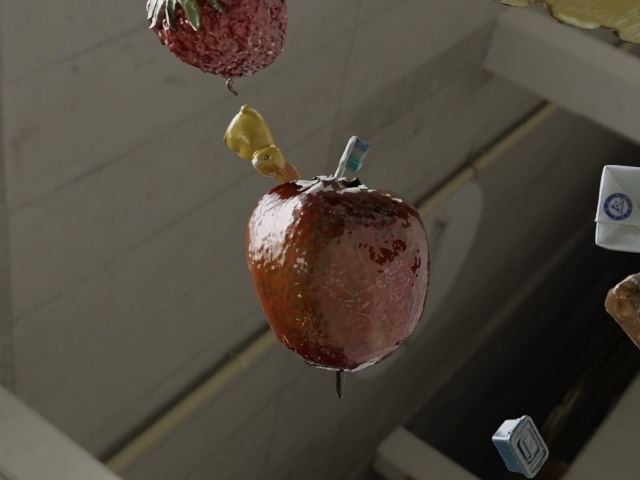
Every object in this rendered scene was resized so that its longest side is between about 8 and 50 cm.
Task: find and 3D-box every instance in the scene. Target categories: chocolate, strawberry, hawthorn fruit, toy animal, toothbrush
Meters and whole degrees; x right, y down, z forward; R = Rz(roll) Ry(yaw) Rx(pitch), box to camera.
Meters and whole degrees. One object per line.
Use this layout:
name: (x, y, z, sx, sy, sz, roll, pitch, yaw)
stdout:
chocolate: (0.577, 0.094, 1.665, 0.214, 0.148, 0.093, -27, -25, -16)
strawberry: (-0.193, -0.437, 2.125, 0.292, 0.292, 0.343, -54, -36, -12)
hawthorn fruit: (0.029, 0.075, 1.618, 0.284, 0.284, 0.369, -28, -60, -52)
toy animal: (-0.092, -0.146, 1.747, 0.070, 0.159, 0.083, -23, -26, -34)
toothbrush: (-0.004, -0.002, 1.955, 0.418, 0.040, 0.042, -66, -14, 19)

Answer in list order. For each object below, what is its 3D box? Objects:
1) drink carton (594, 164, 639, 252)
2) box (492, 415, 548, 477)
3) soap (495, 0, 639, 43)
drink carton: (0.488, -0.026, 1.236, 0.130, 0.314, 0.107, 9, -92, -73)
box: (0.356, 0.370, 1.877, 0.074, 0.054, 0.099, -43, -69, -37)
soap: (0.206, -0.371, 0.999, 0.304, 0.339, 0.169, 10, -40, -29)
